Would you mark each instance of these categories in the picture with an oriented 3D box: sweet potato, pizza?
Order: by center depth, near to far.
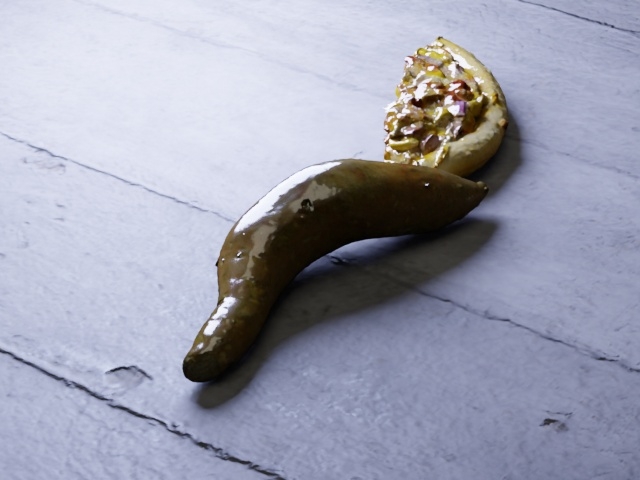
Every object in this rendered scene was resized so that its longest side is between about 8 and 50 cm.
[{"bbox_3d":[-0.007,-0.002,1.528,0.108,0.079,0.346,37,51,27],"label":"sweet potato"},{"bbox_3d":[0.113,-0.121,1.717,0.127,0.058,0.246,9,33,16],"label":"pizza"}]
